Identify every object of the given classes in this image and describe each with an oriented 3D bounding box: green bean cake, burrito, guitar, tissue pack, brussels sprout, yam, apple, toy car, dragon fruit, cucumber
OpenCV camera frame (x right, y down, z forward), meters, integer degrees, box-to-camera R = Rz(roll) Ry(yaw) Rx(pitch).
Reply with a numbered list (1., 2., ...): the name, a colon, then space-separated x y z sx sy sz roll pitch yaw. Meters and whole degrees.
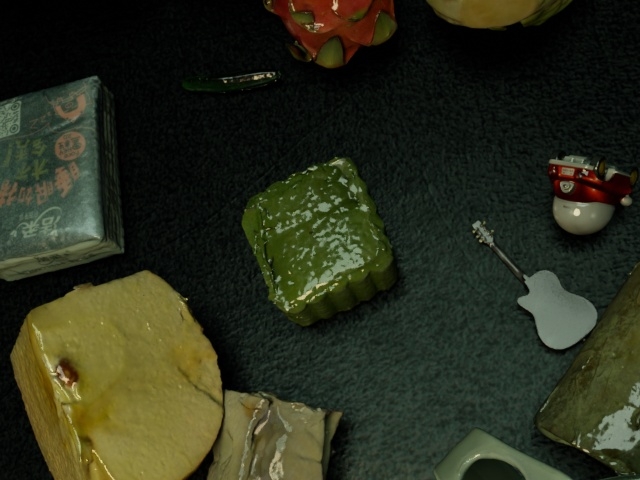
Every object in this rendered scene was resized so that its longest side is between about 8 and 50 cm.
1. green bean cake: 0.000 0.000 1.216 0.200 0.113 0.214 -27 67 4
2. burrito: -0.076 0.373 1.098 0.190 0.135 0.331 4 76 8
3. guitar: 0.299 0.057 1.170 0.088 0.025 0.233 -38 67 0
4. tissue pack: -0.461 -0.108 1.372 0.228 0.103 0.315 -13 68 11
5. brussels sprout: 0.279 -0.442 1.250 0.260 0.227 0.294 -1 46 21
6. yam: 0.423 0.163 1.015 0.195 0.195 0.300 35 83 22
7. apple: -0.298 0.229 1.140 0.314 0.252 0.309 -30 80 8
8. toy car: 0.373 -0.064 1.146 0.112 0.139 0.112 17 96 42
9. dragon fruit: 0.020 -0.399 1.297 0.224 0.227 0.224 -6 74 20
10. cucumber: -0.154 -0.274 1.393 0.184 0.033 0.036 -2 96 13

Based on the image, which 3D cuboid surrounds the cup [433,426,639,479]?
1. cup: 0.319 0.375 0.857 0.310 0.392 0.400 -17 69 7
